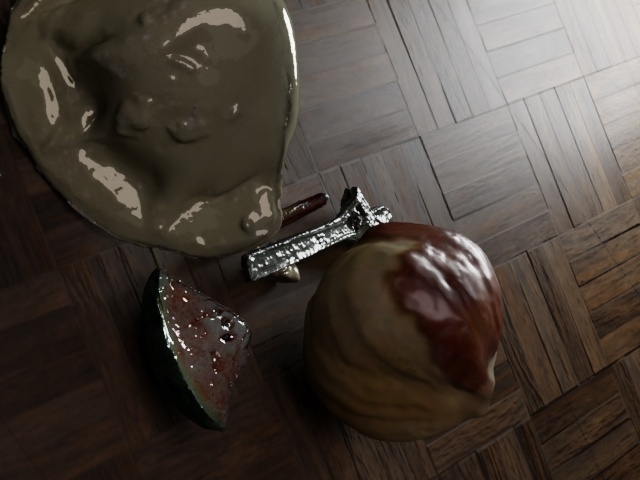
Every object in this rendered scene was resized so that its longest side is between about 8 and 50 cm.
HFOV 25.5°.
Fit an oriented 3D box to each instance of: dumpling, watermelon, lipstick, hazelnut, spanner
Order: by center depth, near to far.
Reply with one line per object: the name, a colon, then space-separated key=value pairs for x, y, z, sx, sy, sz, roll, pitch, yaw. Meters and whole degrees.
dumpling: x=-0.178 y=-0.168 z=1.507 sx=0.316 sy=0.233 sz=0.395 roll=-14 pitch=100 yaw=-12
watermelon: x=-0.130 y=0.118 z=1.512 sx=0.139 sy=0.071 sz=0.187 roll=-8 pitch=73 yaw=-50
hazelnut: x=0.102 y=0.106 z=1.598 sx=0.241 sy=0.261 sz=0.261 roll=36 pitch=48 yaw=12
lipstick: x=-0.054 y=-0.023 z=1.651 sx=0.176 sy=0.027 sz=0.027 roll=-27 pitch=95 yaw=-44
spanner: x=0.000 y=0.000 z=1.652 sx=0.325 sy=0.026 sz=0.093 roll=-23 pitch=96 yaw=-56

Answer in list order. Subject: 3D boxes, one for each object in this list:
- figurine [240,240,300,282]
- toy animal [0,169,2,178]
figurine: x=-0.053 y=0.020 z=1.617 sx=0.083 sy=0.047 sz=0.050 roll=17 pitch=78 yaw=-55
toy animal: x=-0.398 y=-0.019 z=1.297 sx=0.217 sy=0.073 sz=0.176 roll=27 pitch=66 yaw=-41
